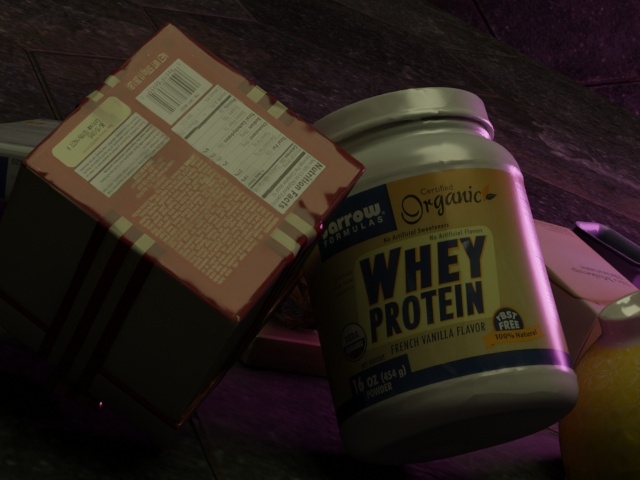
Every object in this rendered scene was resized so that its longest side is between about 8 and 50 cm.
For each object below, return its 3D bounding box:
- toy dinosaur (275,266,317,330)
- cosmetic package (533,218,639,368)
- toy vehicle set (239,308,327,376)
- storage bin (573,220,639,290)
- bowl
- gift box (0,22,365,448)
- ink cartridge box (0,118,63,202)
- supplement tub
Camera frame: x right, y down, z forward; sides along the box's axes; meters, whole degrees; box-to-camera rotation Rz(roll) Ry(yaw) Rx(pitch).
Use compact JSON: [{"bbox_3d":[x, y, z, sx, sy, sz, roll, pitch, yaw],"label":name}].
[{"bbox_3d":[0.000,0.000,1.800,0.218,0.164,0.322,1,44,-13],"label":"toy dinosaur"},{"bbox_3d":[0.313,0.082,2.101,0.160,0.113,0.309,12,19,-30],"label":"cosmetic package"},{"bbox_3d":[0.000,0.096,1.803,0.267,0.035,0.166,11,21,-33],"label":"toy vehicle set"},{"bbox_3d":[0.417,0.044,2.371,0.098,0.091,0.135,2,28,-48],"label":"storage bin"},{"bbox_3d":[0.367,0.130,1.698,0.289,0.156,0.289,-20,7,3],"label":"bowl"},{"bbox_3d":[-0.150,-0.013,1.450,0.276,0.258,0.255,40,51,7],"label":"gift box"},{"bbox_3d":[-0.242,-0.078,1.806,0.324,0.071,0.330,9,8,17],"label":"ink cartridge box"},{"bbox_3d":[0.101,0.036,1.568,0.228,0.228,0.316,5,65,-44],"label":"supplement tub"}]
